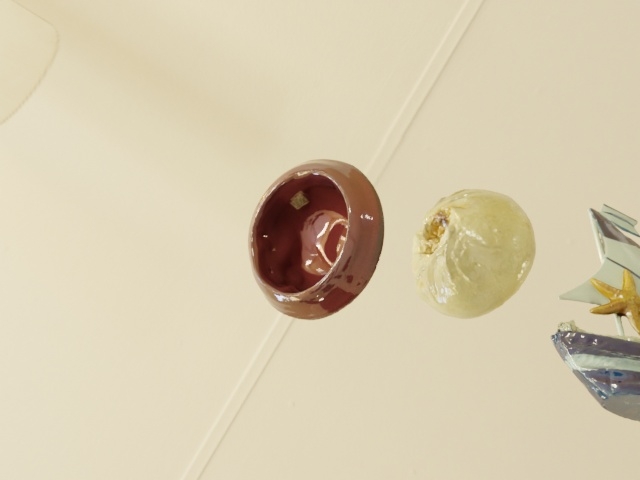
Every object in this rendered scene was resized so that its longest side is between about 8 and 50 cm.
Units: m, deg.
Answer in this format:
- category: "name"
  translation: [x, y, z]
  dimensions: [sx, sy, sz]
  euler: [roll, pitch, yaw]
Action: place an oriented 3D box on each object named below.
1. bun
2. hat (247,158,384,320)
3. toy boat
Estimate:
- category: "bun"
  translation: [0.206, 0.006, 1.108]
  dimensions: [0.127, 0.222, 0.222]
  euler: [39, -87, -32]
- category: "hat"
  translation: [0.000, 0.000, 0.921]
  dimensions: [0.089, 0.205, 0.205]
  euler: [23, -84, -49]
- category: "toy boat"
  translation: [0.349, 0.070, 0.847]
  dimensions: [0.220, 0.291, 0.067]
  euler: [13, -47, -7]
